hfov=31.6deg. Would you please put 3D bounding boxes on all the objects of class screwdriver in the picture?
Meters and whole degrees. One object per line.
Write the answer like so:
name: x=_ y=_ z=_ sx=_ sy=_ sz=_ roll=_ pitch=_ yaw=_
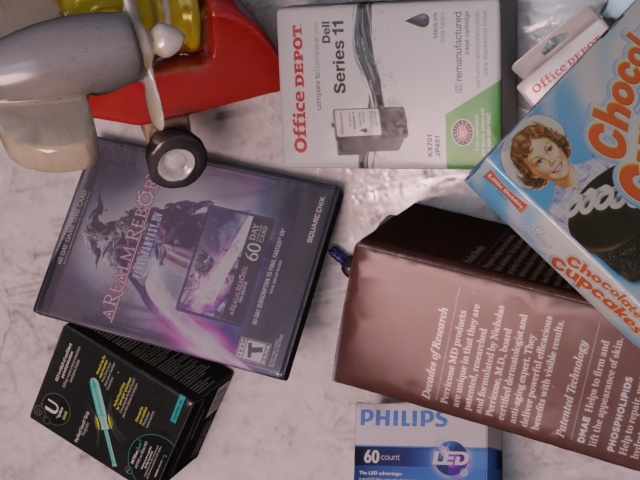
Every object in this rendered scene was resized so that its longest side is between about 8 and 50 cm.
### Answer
screwdriver: x=0.000 y=0.000 z=1.127 sx=0.170 sy=0.024 sz=0.025 roll=39 pitch=141 yaw=10

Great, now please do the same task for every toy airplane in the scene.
toy airplane: x=-0.250 y=-0.211 z=0.975 sx=0.386 sy=0.384 sz=0.272 roll=31 pitch=120 yaw=12

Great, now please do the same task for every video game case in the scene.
video game case: x=-0.133 y=0.012 z=1.127 sx=0.274 sy=0.026 sz=0.196 roll=13 pitch=76 yaw=16

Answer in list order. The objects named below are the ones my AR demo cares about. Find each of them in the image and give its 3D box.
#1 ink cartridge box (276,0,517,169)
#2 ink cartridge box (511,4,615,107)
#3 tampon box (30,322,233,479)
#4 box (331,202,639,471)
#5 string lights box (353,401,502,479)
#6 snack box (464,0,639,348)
ink cartridge box: x=0.070 y=-0.143 z=1.034 sx=0.208 sy=0.087 sz=0.153 roll=1 pitch=102 yaw=20
ink cartridge box: x=0.244 y=-0.124 z=0.975 sx=0.092 sy=0.090 sz=0.143 roll=-39 pitch=86 yaw=22
tampon box: x=-0.198 y=0.162 z=1.190 sx=0.161 sy=0.101 sz=0.120 roll=29 pitch=109 yaw=12
box: x=0.222 y=0.087 z=0.976 sx=0.381 sy=0.191 sz=0.143 roll=16 pitch=107 yaw=16
string lights box: x=0.102 y=0.285 z=1.071 sx=0.133 sy=0.077 sz=0.260 roll=-2 pitch=76 yaw=21
snack box: x=0.283 y=-0.094 z=0.877 sx=0.187 sy=0.060 sz=0.322 roll=44 pitch=71 yaw=3
